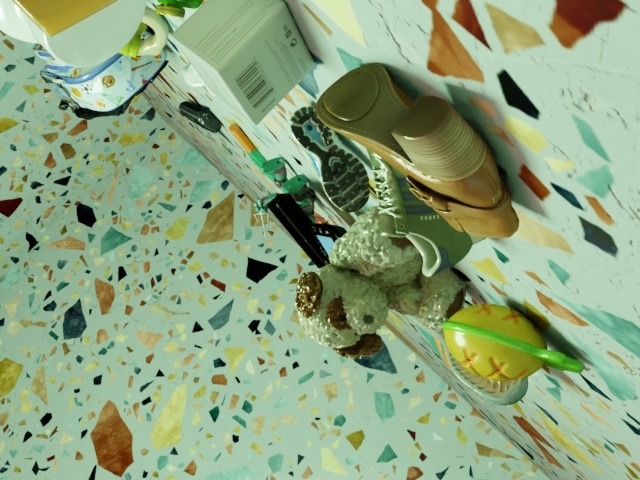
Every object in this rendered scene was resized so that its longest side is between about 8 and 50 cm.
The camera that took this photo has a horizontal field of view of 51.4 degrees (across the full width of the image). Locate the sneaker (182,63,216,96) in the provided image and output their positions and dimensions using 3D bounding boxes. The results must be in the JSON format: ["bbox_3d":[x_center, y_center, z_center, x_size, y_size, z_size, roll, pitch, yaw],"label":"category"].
[{"bbox_3d":[-0.216,-0.313,1.222,0.152,0.054,0.061,30,156,48],"label":"sneaker"}]

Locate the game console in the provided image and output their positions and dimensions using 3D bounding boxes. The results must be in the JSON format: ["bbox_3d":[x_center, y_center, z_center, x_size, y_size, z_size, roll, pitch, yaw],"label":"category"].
[{"bbox_3d":[0.000,0.000,1.271,0.213,0.044,0.361,51,171,-11],"label":"game console"}]

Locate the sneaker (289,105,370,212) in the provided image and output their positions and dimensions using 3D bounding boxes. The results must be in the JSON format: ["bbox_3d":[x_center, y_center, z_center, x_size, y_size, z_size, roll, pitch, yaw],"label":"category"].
[{"bbox_3d":[0.017,-0.114,0.916,0.162,0.063,0.073,60,-175,-11],"label":"sneaker"}]

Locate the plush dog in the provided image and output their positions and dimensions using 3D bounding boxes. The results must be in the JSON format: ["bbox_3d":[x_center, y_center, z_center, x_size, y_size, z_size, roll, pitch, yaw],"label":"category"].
[{"bbox_3d":[0.059,0.064,1.012,0.211,0.225,0.262,39,172,49],"label":"plush dog"}]

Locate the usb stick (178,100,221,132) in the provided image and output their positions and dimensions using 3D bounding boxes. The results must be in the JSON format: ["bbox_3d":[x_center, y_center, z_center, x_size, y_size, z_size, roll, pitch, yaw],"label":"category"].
[{"bbox_3d":[-0.348,-0.356,1.903,0.077,0.045,0.278,40,178,-29],"label":"usb stick"}]

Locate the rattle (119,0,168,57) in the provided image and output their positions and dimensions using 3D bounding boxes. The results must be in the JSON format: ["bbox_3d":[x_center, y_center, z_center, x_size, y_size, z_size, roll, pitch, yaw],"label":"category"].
[{"bbox_3d":[-0.344,-0.448,1.241,0.130,0.142,0.199,13,155,3],"label":"rattle"}]

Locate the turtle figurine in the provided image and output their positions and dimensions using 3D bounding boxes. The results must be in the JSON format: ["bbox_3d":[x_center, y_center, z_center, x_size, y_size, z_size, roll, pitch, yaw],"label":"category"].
[{"bbox_3d":[-0.066,-0.076,1.507,0.175,0.118,0.234,23,149,22],"label":"turtle figurine"}]

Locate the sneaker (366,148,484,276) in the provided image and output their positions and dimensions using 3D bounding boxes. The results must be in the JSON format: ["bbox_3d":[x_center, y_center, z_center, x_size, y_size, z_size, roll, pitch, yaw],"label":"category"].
[{"bbox_3d":[0.091,-0.041,0.715,0.192,0.086,0.064,47,175,-15],"label":"sneaker"}]

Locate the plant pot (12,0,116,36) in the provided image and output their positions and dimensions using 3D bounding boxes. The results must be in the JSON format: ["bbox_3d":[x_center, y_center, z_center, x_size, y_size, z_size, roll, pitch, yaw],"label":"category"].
[{"bbox_3d":[-0.265,-0.326,0.701,0.205,0.188,0.205,44,175,5],"label":"plant pot"}]

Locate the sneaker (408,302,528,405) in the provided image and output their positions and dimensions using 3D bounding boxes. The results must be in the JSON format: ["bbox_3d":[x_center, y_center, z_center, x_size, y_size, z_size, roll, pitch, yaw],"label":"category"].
[{"bbox_3d":[0.256,0.180,1.112,0.121,0.108,0.302,48,-178,-34],"label":"sneaker"}]

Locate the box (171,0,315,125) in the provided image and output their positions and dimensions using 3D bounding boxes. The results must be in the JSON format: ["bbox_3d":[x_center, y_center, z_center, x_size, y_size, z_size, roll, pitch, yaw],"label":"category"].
[{"bbox_3d":[-0.080,-0.202,0.709,0.087,0.102,0.101,40,174,30],"label":"box"}]

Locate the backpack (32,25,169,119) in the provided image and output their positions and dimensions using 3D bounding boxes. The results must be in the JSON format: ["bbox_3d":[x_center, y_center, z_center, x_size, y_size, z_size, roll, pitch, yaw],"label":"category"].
[{"bbox_3d":[-0.484,-0.414,1.491,0.263,0.276,0.213,25,165,36],"label":"backpack"}]

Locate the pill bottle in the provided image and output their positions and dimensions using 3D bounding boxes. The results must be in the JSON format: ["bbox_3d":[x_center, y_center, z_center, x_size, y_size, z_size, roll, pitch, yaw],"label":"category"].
[{"bbox_3d":[-0.463,-0.455,1.013,0.408,0.229,0.229,43,174,15],"label":"pill bottle"}]

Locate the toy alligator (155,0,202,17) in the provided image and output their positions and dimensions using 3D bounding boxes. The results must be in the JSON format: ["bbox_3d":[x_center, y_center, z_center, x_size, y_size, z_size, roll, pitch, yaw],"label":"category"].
[{"bbox_3d":[-0.197,-0.333,0.901,0.051,0.056,0.190,1,-161,-28],"label":"toy alligator"}]

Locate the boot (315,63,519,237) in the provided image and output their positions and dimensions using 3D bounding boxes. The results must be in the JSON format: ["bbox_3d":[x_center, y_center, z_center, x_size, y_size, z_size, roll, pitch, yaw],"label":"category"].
[{"bbox_3d":[0.085,-0.075,0.605,0.152,0.073,0.197,44,179,-39],"label":"boot"}]

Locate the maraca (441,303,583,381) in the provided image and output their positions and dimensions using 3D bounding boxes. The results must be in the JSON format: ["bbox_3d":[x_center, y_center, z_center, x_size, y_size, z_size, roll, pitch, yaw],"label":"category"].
[{"bbox_3d":[0.251,0.141,0.879,0.186,0.099,0.127,15,172,25],"label":"maraca"}]

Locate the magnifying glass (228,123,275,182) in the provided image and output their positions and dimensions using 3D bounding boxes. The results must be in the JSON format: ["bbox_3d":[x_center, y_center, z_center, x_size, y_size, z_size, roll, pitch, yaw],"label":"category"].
[{"bbox_3d":[-0.169,-0.219,1.687,0.092,0.026,0.231,42,173,34],"label":"magnifying glass"}]
